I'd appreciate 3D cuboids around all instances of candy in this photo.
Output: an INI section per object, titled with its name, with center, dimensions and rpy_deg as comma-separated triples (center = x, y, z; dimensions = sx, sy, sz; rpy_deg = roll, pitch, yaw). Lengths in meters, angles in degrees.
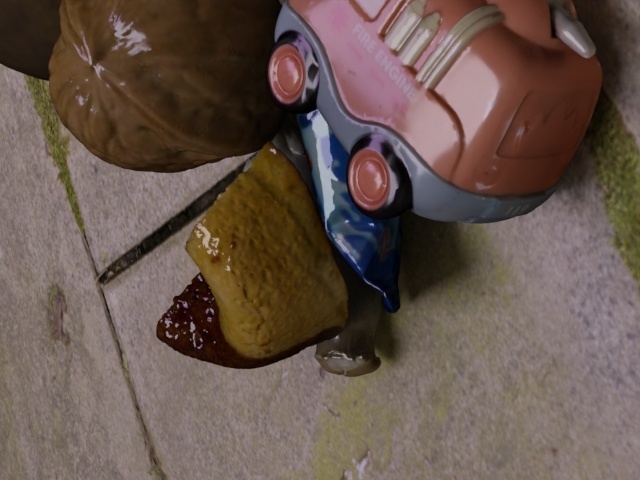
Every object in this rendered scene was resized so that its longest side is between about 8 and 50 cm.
[candy]
center = 0.026, -0.095, 1.402
dimensions = 0.187, 0.077, 0.331
rpy_deg = 9, -112, -83

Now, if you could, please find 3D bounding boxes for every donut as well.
[donut]
center = -0.066, 0.058, 1.448
dimensions = 0.151, 0.112, 0.295
rpy_deg = 49, 152, 14

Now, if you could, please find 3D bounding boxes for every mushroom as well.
[mushroom]
center = 0.002, -0.002, 1.507
dimensions = 0.278, 0.096, 0.099
rpy_deg = 69, 160, -5

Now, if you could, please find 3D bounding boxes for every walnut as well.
[walnut]
center = -0.136, -0.161, 1.407
dimensions = 0.228, 0.228, 0.228
rpy_deg = 28, 124, 51

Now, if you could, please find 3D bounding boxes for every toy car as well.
[toy car]
center = 0.101, -0.151, 1.228
dimensions = 0.270, 0.181, 0.212
rpy_deg = 53, 131, 30

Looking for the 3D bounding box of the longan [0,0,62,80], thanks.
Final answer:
[longan]
center = -0.258, -0.312, 1.600
dimensions = 0.319, 0.319, 0.318
rpy_deg = 28, 124, 51
